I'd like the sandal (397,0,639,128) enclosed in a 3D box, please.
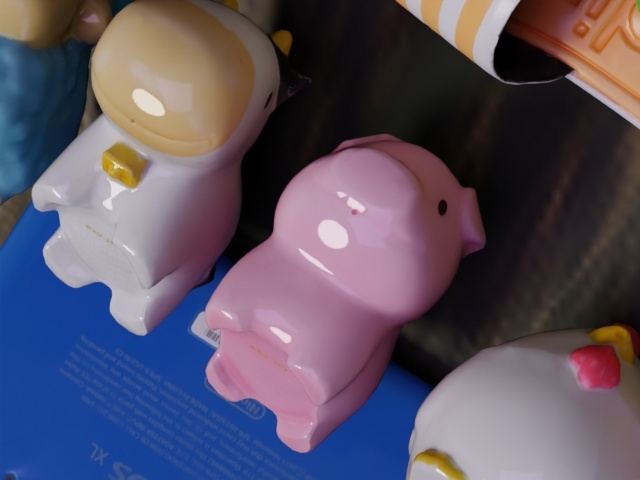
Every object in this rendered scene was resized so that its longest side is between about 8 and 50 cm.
[{"bbox_3d":[0.103,-0.098,0.474,0.265,0.076,0.102,36,118,11],"label":"sandal"}]

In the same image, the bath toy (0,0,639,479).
[{"bbox_3d":[0.000,0.000,0.532,0.348,0.129,0.151,37,148,13],"label":"bath toy"}]

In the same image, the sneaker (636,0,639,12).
[{"bbox_3d":[0.211,-0.098,0.375,0.202,0.185,0.483,-15,110,-8],"label":"sneaker"}]

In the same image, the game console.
[{"bbox_3d":[-0.065,0.148,0.665,0.293,0.173,0.250,31,86,13],"label":"game console"}]
